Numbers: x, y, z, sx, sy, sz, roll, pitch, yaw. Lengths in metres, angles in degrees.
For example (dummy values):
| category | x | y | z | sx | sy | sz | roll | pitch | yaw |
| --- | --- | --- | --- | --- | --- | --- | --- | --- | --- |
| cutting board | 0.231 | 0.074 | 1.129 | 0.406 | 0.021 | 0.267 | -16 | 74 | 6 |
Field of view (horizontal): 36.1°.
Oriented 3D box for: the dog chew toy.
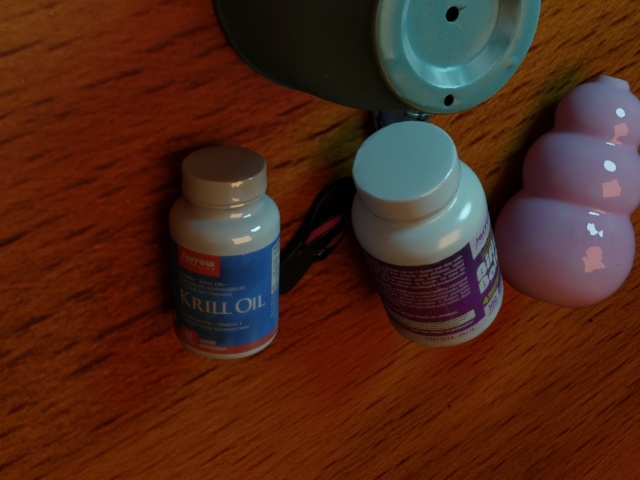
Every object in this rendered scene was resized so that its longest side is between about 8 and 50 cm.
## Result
| category | x | y | z | sx | sy | sz | roll | pitch | yaw |
| --- | --- | --- | --- | --- | --- | --- | --- | --- | --- |
| dog chew toy | 0.378 | -0.074 | 1.430 | 0.207 | 0.207 | 0.331 | 5 | 105 | -43 |

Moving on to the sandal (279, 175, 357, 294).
| category | x | y | z | sx | sy | sz | roll | pitch | yaw |
| --- | --- | --- | --- | --- | --- | --- | --- | --- | --- |
| sandal | 0.000 | 0.000 | 1.247 | 0.179 | 0.040 | 0.067 | -54 | 138 | -1 |

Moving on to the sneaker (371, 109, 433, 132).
| category | x | y | z | sx | sy | sz | roll | pitch | yaw |
| --- | --- | --- | --- | --- | --- | --- | --- | --- | --- |
| sneaker | 0.124 | -0.193 | 1.191 | 0.083 | 0.098 | 0.223 | -19 | 127 | -33 |

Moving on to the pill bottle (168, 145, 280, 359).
| category | x | y | z | sx | sy | sz | roll | pitch | yaw |
| --- | --- | --- | --- | --- | --- | --- | --- | --- | --- |
| pill bottle | -0.107 | 0.012 | 1.099 | 0.124 | 0.124 | 0.221 | -20 | 127 | -31 |

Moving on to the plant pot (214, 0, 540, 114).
| category | x | y | z | sx | sy | sz | roll | pitch | yaw |
| --- | --- | --- | --- | --- | --- | --- | --- | --- | --- |
| plant pot | 0.068 | -0.246 | 0.961 | 0.272 | 0.255 | 0.271 | -13 | 119 | -26 |

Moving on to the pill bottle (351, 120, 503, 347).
| category | x | y | z | sx | sy | sz | roll | pitch | yaw |
| --- | --- | --- | --- | --- | --- | --- | --- | --- | --- |
| pill bottle | 0.134 | -0.006 | 1.249 | 0.169 | 0.169 | 0.301 | -42 | 143 | -14 |
